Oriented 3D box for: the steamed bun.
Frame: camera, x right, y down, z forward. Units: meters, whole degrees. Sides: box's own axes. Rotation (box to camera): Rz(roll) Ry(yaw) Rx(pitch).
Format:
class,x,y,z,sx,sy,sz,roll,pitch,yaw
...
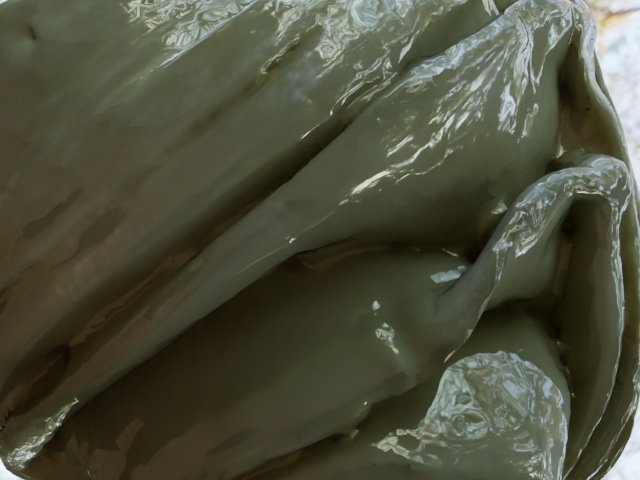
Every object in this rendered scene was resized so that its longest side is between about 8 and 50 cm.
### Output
class,x,y,z,sx,sy,sz,roll,pitch,yaw
steamed bun,-0.003,0.002,0.689,0.289,0.276,0.203,51,-11,-25
